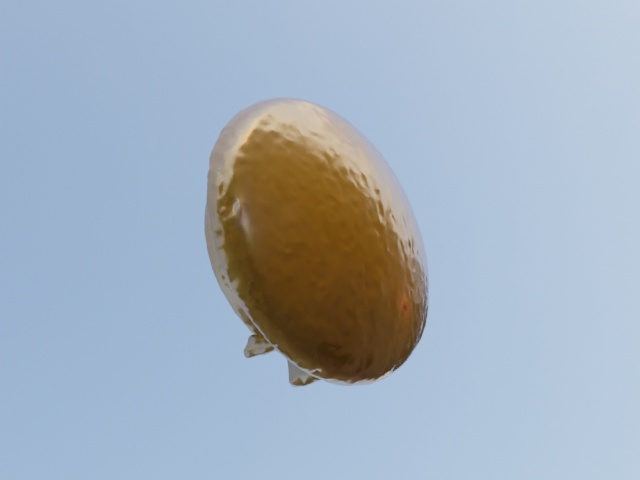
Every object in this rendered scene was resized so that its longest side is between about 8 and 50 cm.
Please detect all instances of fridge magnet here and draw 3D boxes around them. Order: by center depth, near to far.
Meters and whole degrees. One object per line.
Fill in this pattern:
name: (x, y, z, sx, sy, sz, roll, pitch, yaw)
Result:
fridge magnet: (0.000, 0.000, 0.387, 0.143, 0.063, 0.143, 28, -131, -38)
